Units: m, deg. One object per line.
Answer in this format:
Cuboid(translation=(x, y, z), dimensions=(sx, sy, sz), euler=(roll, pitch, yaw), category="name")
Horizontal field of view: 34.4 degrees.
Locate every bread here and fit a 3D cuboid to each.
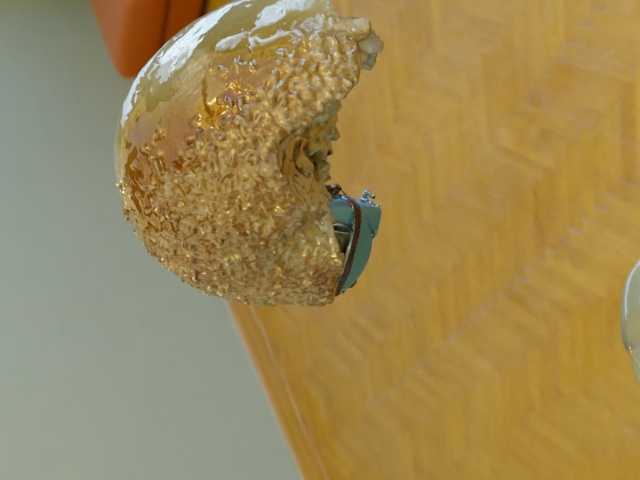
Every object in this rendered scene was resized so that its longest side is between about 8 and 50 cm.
Cuboid(translation=(-0.070, -0.059, 0.838), dimensions=(0.314, 0.192, 0.171), euler=(104, 163, -50), category="bread")

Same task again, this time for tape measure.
Cuboid(translation=(0.000, 0.000, 1.253), dimensions=(0.081, 0.125, 0.146), euler=(28, 108, 50), category="tape measure")

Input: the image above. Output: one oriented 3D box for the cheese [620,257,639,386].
Cuboid(translation=(0.517, 0.109, 1.429), dimensions=(0.316, 0.128, 0.259), euler=(-109, 37, -50), category="cheese")
